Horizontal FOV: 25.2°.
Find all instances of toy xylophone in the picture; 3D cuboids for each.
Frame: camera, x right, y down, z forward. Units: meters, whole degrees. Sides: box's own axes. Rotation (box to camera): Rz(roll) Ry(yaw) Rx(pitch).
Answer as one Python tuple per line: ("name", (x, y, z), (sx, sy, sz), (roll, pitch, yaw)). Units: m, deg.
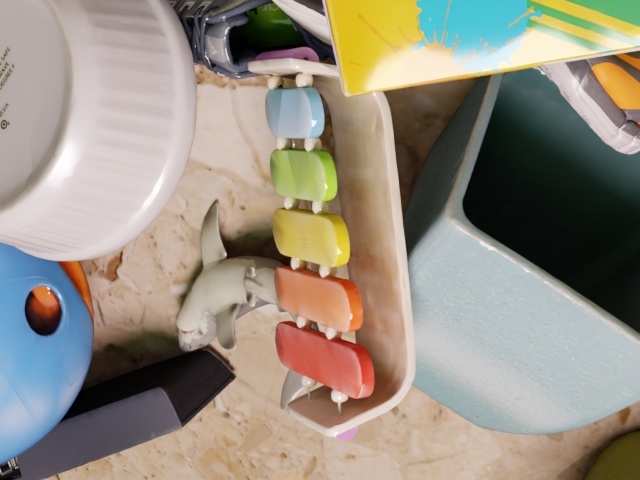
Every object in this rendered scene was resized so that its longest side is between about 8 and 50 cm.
("toy xylophone", (0.000, 0.000, 1.199), (0.081, 0.236, 0.323), (-9, 89, -19))

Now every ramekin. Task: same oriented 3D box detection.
("ramekin", (-0.247, -0.118, 1.220), (0.272, 0.127, 0.273), (-1, 89, 31))

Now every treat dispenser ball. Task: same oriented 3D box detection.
("treat dispenser ball", (-0.364, 0.084, 1.390), (0.288, 0.288, 0.288), (5, 122, 8))

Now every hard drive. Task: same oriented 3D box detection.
("hard drive", (-0.229, 0.188, 1.507), (0.254, 0.172, 0.054), (-22, 96, 22))

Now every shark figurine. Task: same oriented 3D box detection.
("shark figurine", (-0.036, 0.059, 1.407), (0.116, 0.278, 0.166), (3, 98, -36))

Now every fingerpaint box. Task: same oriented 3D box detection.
("fingerpaint box", (0.219, -0.240, 0.973), (0.371, 0.445, 0.163), (-8, 104, 16))

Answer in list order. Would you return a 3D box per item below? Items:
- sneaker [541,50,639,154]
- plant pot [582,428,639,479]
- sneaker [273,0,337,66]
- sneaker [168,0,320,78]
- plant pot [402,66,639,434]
("sneaker", (0.295, -0.159, 1.149), (0.180, 0.321, 0.125), (-43, 64, 22))
("plant pot", (0.333, 0.327, 1.402), (0.274, 0.293, 0.275), (5, 122, 7))
("sneaker", (-0.045, -0.264, 1.109), (0.315, 0.182, 0.127), (39, 87, 7))
("sneaker", (-0.099, -0.197, 1.263), (0.300, 0.121, 0.111), (-7, 120, 15))
("plant pot", (0.174, 0.031, 1.292), (0.247, 0.248, 0.252), (32, 136, -9))
